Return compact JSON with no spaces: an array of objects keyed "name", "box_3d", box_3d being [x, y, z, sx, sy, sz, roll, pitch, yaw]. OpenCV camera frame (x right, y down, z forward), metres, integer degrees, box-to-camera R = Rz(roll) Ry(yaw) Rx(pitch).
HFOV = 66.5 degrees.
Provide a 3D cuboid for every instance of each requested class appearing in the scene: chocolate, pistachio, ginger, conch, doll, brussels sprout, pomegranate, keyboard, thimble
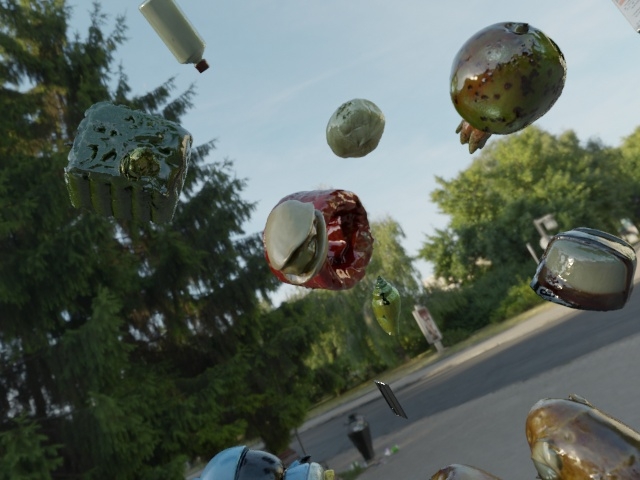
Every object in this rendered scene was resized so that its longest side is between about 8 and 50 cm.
[{"name":"chocolate","box_3d":[0.787,0.068,1.450,0.283,0.187,0.284,-3,19,1]},{"name":"pistachio","box_3d":[-0.051,0.000,1.001,0.143,0.144,0.215,-31,29,16]},{"name":"ginger","box_3d":[0.458,0.411,0.696,0.254,0.418,0.176,-13,-44,-38]},{"name":"conch","box_3d":[0.208,0.202,1.546,0.094,0.201,0.079,15,22,42]},{"name":"doll","box_3d":[-0.127,0.523,1.023,0.313,0.141,0.177,1,30,6]},{"name":"brussels sprout","box_3d":[-0.390,-0.161,1.043,0.085,0.058,0.085,-35,-41,-37]},{"name":"pomegranate","box_3d":[0.253,-0.212,0.700,0.159,0.159,0.205,-21,-27,-21]},{"name":"keyboard","box_3d":[0.256,0.577,1.774,0.067,0.202,0.011,3,42,45]},{"name":"thimble","box_3d":[0.000,0.000,1.603,0.230,0.351,0.350,1,5,36]}]

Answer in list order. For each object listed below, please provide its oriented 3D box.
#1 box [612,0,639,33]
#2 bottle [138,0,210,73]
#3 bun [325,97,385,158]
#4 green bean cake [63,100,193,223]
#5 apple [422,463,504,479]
[{"name":"box","box_3d":[0.660,-0.502,0.909,0.081,0.135,0.199,1,-32,-19]},{"name":"bottle","box_3d":[-0.419,-0.610,1.451,0.104,0.104,0.245,-29,-56,11]},{"name":"bun","box_3d":[0.124,-0.365,1.666,0.220,0.134,0.221,-21,-38,-17]},{"name":"green bean cake","box_3d":[-0.566,-0.238,1.452,0.334,0.320,0.218,11,-31,-18]},{"name":"apple","box_3d":[0.236,0.470,0.766,0.229,0.230,0.230,-25,-14,-7]}]
